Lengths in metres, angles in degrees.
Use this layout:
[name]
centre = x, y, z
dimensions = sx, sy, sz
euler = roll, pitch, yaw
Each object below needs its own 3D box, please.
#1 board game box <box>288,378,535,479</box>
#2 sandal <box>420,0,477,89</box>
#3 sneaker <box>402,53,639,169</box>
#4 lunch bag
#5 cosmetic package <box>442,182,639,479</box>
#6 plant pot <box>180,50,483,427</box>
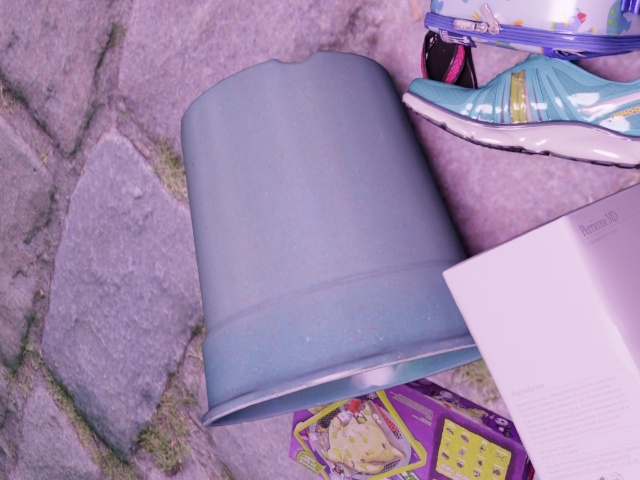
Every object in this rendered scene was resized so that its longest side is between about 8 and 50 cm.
[board game box]
centre = 0.106, 0.273, 1.025
dimensions = 0.346, 0.056, 0.208
euler = 23, 111, 35
[sandal]
centre = 0.138, -0.209, 0.868
dimensions = 0.067, 0.040, 0.179
euler = 8, 107, 38
[sneaker]
centre = 0.218, -0.140, 0.787
dimensions = 0.275, 0.107, 0.110
euler = 12, 98, 26
[lunch bag]
centre = 0.210, -0.212, 0.684
dimensions = 0.176, 0.219, 0.090
euler = 20, 115, 35
[cosmetic package]
centre = 0.264, 0.080, 0.713
dimensions = 0.138, 0.224, 0.225
euler = -32, 80, 42
[plant pot]
centre = 0.000, 0.000, 0.860
dimensions = 0.341, 0.341, 0.334
euler = -30, 70, 42
